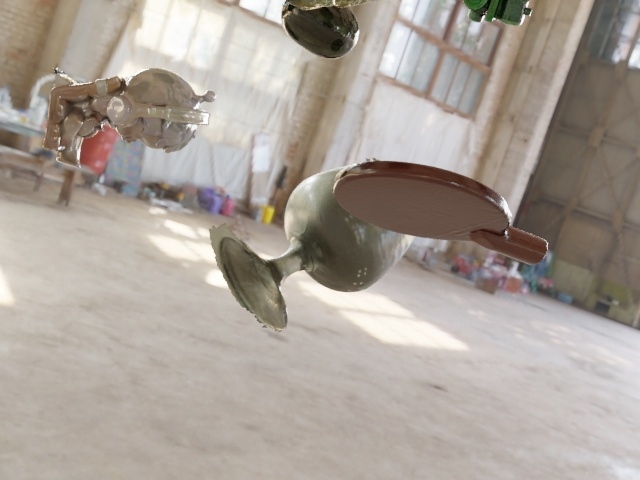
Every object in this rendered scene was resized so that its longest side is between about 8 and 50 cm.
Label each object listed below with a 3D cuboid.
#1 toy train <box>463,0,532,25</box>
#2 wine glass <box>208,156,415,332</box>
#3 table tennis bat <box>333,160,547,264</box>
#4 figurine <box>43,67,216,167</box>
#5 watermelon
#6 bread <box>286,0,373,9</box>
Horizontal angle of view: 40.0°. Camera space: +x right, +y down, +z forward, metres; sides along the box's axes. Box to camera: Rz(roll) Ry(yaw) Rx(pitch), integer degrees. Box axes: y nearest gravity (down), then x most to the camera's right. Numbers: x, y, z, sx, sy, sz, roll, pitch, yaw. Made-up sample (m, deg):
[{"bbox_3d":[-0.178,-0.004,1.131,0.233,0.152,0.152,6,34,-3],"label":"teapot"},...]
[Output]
[{"bbox_3d":[0.317,-0.471,1.433,0.119,0.251,0.085,21,27,13],"label":"toy train"},{"bbox_3d":[0.000,0.000,1.556,0.323,0.238,0.238,-31,34,-27],"label":"wine glass"},{"bbox_3d":[0.158,-0.029,1.097,0.310,0.038,0.200,19,-18,-27],"label":"table tennis bat"},{"bbox_3d":[-0.266,-0.174,1.251,0.237,0.141,0.162,-1,6,-5],"label":"figurine"},{"bbox_3d":[-0.003,-0.276,1.111,0.111,0.078,0.078,34,8,7],"label":"watermelon"},{"bbox_3d":[0.027,-0.282,0.870,0.156,0.103,0.110,-9,-2,17],"label":"bread"}]
